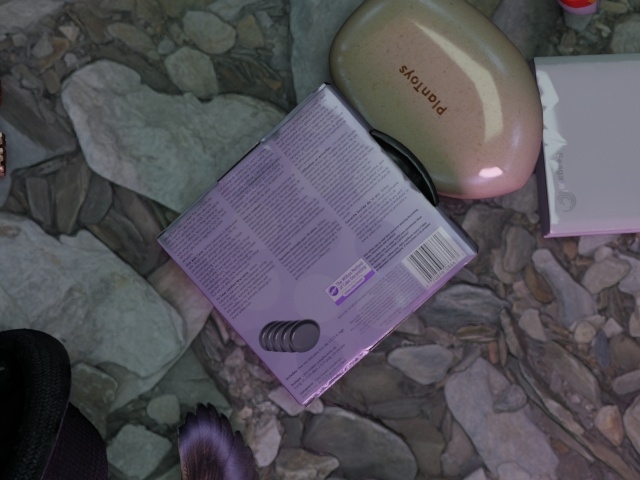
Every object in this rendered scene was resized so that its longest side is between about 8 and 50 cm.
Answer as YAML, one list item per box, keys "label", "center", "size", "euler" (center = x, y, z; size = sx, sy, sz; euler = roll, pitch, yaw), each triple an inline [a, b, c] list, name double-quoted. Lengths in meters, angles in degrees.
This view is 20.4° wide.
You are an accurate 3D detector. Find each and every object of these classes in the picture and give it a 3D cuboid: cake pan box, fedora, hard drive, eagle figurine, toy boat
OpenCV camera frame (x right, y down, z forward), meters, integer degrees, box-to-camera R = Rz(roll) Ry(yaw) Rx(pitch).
- label: "cake pan box"
  center: [0.000, 0.000, 1.893]
  size: [0.267, 0.070, 0.246]
  euler: [-43, 91, 9]
- label: "fedora"
  center: [-0.311, 0.256, 1.714]
  size: [0.152, 0.334, 0.334]
  euler: [36, 77, -33]
- label: "hard drive"
  center: [0.396, -0.113, 2.020]
  size: [0.307, 0.040, 0.203]
  euler: [-3, 82, -9]
- label: "eagle figurine"
  center: [-0.149, 0.342, 1.827]
  size: [0.226, 0.225, 0.298]
  euler: [13, 40, -45]
- label: "toy boat"
  center: [0.184, -0.199, 1.941]
  size: [0.318, 0.148, 0.267]
  euler: [-38, 86, 14]

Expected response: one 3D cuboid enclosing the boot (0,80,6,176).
- label: "boot"
  center: [-0.382, -0.146, 1.907]
  size: [0.084, 0.059, 0.158]
  euler: [-2, 83, -3]
